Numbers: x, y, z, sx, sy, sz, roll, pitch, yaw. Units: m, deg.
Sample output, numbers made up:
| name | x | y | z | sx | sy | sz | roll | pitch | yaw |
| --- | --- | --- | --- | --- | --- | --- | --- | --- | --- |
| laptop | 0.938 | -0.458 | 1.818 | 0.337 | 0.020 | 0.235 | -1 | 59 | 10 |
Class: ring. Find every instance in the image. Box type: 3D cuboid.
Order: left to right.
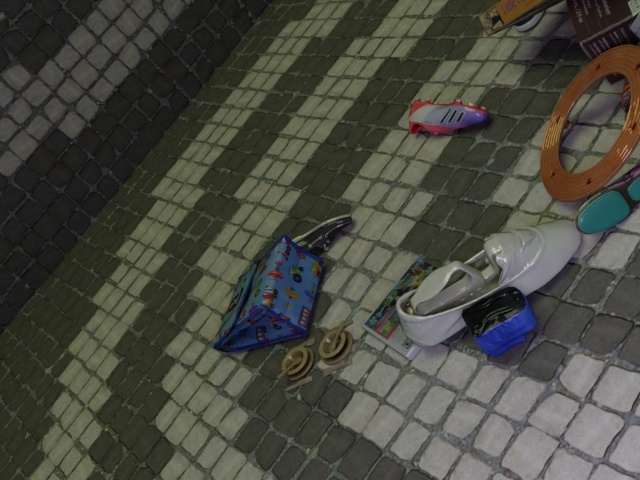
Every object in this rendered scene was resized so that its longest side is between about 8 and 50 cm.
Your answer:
| name | x | y | z | sx | sy | sz | roll | pitch | yaw |
| --- | --- | --- | --- | --- | --- | --- | --- | --- | --- |
| ring | 0.557 | -0.232 | 1.834 | 0.337 | 0.032 | 0.337 | -54 | 23 | 36 |

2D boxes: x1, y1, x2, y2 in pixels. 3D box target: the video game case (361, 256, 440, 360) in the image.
| name | x | y | z | sx | sy | sz | roll | pitch | yaw |
| --- | --- | --- | --- | --- | --- | --- | --- | --- | --- |
| video game case | 0.200 | 0.142 | 1.945 | 0.201 | 0.023 | 0.183 | -51 | 33 | -6 |

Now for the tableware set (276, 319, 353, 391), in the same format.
| name | x | y | z | sx | sy | sz | roll | pitch | yaw |
| --- | --- | --- | --- | --- | --- | --- | --- | --- | --- |
| tableware set | -0.015 | 0.252 | 2.047 | 0.194 | 0.039 | 0.128 | -27 | 37 | 26 |

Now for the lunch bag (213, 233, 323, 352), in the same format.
| name | x | y | z | sx | sy | sz | roll | pitch | yaw |
| --- | --- | --- | --- | --- | --- | --- | --- | --- | --- |
| lunch bag | -0.149 | 0.153 | 2.256 | 0.293 | 0.138 | 0.221 | -30 | 35 | 44 |

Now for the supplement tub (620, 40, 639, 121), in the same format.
| name | x | y | z | sx | sy | sz | roll | pitch | yaw |
| --- | --- | --- | --- | --- | --- | --- | --- | --- | --- |
| supplement tub | 0.670 | -0.313 | 1.845 | 0.106 | 0.106 | 0.198 | -7 | 49 | 44 |

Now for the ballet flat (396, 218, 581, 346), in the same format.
| name | x | y | z | sx | sy | sz | roll | pitch | yaw |
| --- | --- | --- | --- | --- | --- | --- | --- | --- | --- |
| ballet flat | 0.319 | 0.067 | 1.775 | 0.400 | 0.139 | 0.139 | -34 | 34 | 11 |

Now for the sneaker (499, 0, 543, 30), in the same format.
| name | x | y | z | sx | sy | sz | roll | pitch | yaw |
| --- | --- | --- | --- | --- | --- | --- | --- | --- | --- |
| sneaker | 0.539 | -0.698 | 2.377 | 0.104 | 0.147 | 0.296 | -10 | 46 | 45 |

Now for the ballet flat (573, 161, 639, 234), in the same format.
| name | x | y | z | sx | sy | sz | roll | pitch | yaw |
| --- | --- | --- | --- | --- | --- | --- | --- | --- | --- |
| ballet flat | 0.575 | -0.088 | 1.744 | 0.221 | 0.077 | 0.079 | -37 | 15 | 5 |

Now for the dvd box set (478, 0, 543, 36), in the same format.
| name | x | y | z | sx | sy | sz | roll | pitch | yaw |
| --- | --- | --- | --- | --- | --- | --- | --- | --- | --- |
| dvd box set | 0.582 | -0.607 | 2.063 | 0.307 | 0.062 | 0.420 | -28 | 3 | -18 |

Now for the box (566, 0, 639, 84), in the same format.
| name | x | y | z | sx | sy | sz | roll | pitch | yaw |
| --- | --- | --- | --- | --- | --- | --- | --- | --- | --- |
| box | 0.662 | -0.478 | 1.951 | 0.203 | 0.167 | 0.169 | -26 | 49 | 28 |

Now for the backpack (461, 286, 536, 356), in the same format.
| name | x | y | z | sx | sy | sz | roll | pitch | yaw |
| --- | --- | --- | --- | --- | --- | --- | --- | --- | --- |
| backpack | 0.341 | 0.149 | 1.705 | 0.120 | 0.101 | 0.098 | -35 | 35 | 8 |

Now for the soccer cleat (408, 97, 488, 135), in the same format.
| name | x | y | z | sx | sy | sz | roll | pitch | yaw |
| --- | --- | --- | --- | --- | --- | --- | --- | --- | --- |
| soccer cleat | 0.316 | -0.301 | 2.269 | 0.248 | 0.083 | 0.095 | 16 | 95 | 49 |

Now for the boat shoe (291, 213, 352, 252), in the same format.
| name | x | y | z | sx | sy | sz | roll | pitch | yaw |
| --- | --- | --- | --- | --- | --- | --- | --- | --- | --- |
| boat shoe | 0.000 | 0.000 | 2.311 | 0.206 | 0.075 | 0.065 | -29 | 79 | 16 |

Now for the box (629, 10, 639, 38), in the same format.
| name | x | y | z | sx | sy | sz | roll | pitch | yaw |
| --- | --- | --- | --- | --- | --- | --- | --- | --- | --- |
| box | 0.770 | -0.426 | 1.728 | 0.262 | 0.231 | 0.127 | -41 | -7 | 6 |
